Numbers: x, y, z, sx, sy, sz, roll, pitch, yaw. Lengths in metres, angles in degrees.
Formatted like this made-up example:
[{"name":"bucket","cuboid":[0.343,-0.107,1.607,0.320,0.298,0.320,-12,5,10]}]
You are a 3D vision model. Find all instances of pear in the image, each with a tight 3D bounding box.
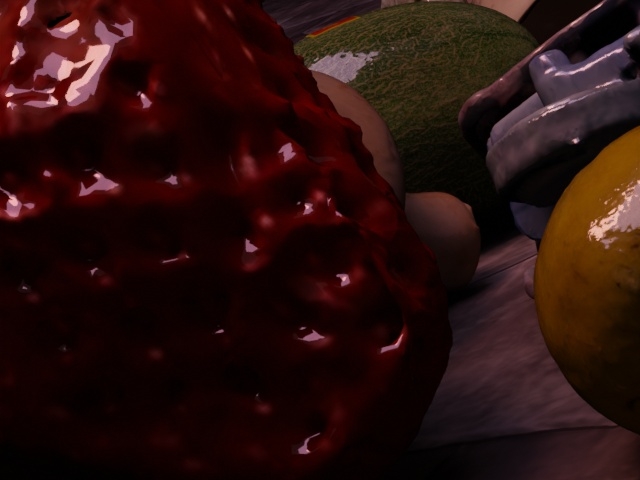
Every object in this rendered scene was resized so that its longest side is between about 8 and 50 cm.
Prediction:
[{"name":"pear","cuboid":[0.170,0.017,0.878,0.149,0.148,0.162,-18,9,18]}]

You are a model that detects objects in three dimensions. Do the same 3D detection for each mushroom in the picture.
[{"name":"mushroom","cuboid":[-0.017,-0.006,1.240,0.206,0.206,0.209,-15,-7,29]}]

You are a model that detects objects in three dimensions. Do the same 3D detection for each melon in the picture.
[{"name":"melon","cuboid":[0.035,-0.069,1.396,0.288,0.182,0.182,-22,12,-14]}]

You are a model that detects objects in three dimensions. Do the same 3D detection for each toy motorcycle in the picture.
[{"name":"toy motorcycle","cuboid":[0.241,-0.096,1.141,0.319,0.182,0.241,-22,12,8]}]

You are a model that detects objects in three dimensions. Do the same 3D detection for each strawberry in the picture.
[{"name":"strawberry","cuboid":[-0.087,0.011,1.017,0.317,0.345,0.295,-53,-16,-16]}]

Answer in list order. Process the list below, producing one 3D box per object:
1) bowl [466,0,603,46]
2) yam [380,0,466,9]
[{"name":"bowl","cuboid":[0.214,-0.210,1.541,0.238,0.126,0.237,-22,-32,-14]},{"name":"yam","cuboid":[0.198,-0.218,1.757,0.271,0.201,0.202,-21,11,-25]}]
